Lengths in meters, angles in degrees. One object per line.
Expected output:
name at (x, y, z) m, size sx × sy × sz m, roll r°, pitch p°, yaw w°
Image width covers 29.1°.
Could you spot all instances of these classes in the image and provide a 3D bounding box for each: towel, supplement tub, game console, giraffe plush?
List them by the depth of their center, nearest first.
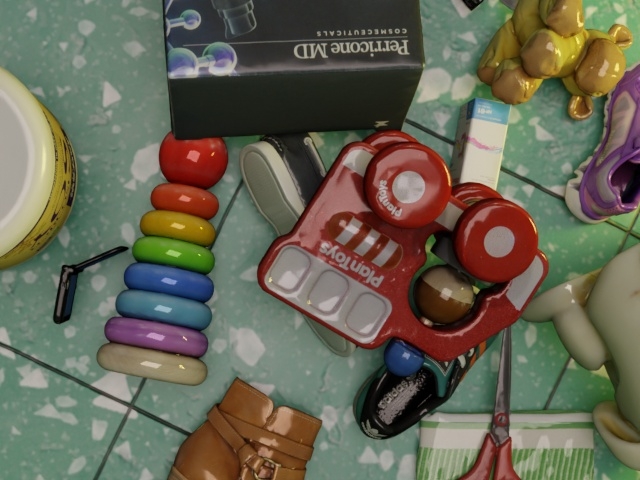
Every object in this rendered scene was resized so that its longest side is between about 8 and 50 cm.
supplement tub at (-0.413, -0.080, 1.439) m, size 0.241 × 0.331 × 0.241 m, roll 0°, pitch 89°, yaw -5°
game console at (-0.288, 0.055, 1.551) m, size 0.071 × 0.122 × 0.107 m, roll 10°, pitch 88°, yaw -5°
giraffe plush at (0.321, -0.241, 1.603) m, size 0.170 × 0.210 × 0.181 m, roll 30°, pitch 124°, yaw -18°
towel at (0.245, 0.388, 1.633) m, size 0.248 × 0.038 × 0.324 m, roll 0°, pitch 90°, yaw -5°

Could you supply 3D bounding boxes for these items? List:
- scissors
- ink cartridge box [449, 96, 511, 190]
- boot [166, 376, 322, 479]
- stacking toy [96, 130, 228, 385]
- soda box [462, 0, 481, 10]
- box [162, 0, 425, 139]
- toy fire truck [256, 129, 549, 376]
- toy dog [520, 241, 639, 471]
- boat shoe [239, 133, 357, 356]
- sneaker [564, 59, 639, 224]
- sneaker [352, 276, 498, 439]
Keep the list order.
scissors at (0.242, 0.253, 1.609) m, size 0.109 × 0.021 × 0.297 m, roll 19°, pitch 87°, yaw -1°
ink cartridge box at (0.206, -0.119, 1.615) m, size 0.052 × 0.088 × 0.122 m, roll 10°, pitch 88°, yaw -6°
boot at (-0.052, 0.327, 1.585) m, size 0.283 × 0.109 × 0.220 m, roll 30°, pitch 82°, yaw 4°
stacking toy at (-0.184, 0.012, 1.562) m, size 0.141 × 0.141 × 0.330 m, roll 11°, pitch 84°, yaw -5°
soda box at (0.250, -0.384, 1.641) m, size 0.169 × 0.060 × 0.053 m, roll -42°, pitch 91°, yaw -5°
box at (-0.048, -0.344, 1.500) m, size 0.293 × 0.212 × 0.395 m, roll -3°, pitch 76°, yaw -5°
toy fire truck at (0.106, 0.023, 1.488) m, size 0.302 × 0.169 × 0.254 m, roll 32°, pitch 97°, yaw -11°
toy dog at (0.486, 0.184, 1.492) m, size 0.285 × 0.395 × 0.408 m, roll -24°, pitch 82°, yaw -14°
boat shoe at (0.000, 0.000, 1.584) m, size 0.091 × 0.114 × 0.302 m, roll -28°, pitch 103°, yaw -31°
sneaker at (0.415, -0.128, 1.620) m, size 0.095 × 0.104 × 0.236 m, roll 26°, pitch 87°, yaw -18°
sneaker at (0.161, 0.139, 1.588) m, size 0.108 × 0.121 × 0.302 m, roll 39°, pitch 86°, yaw -3°
